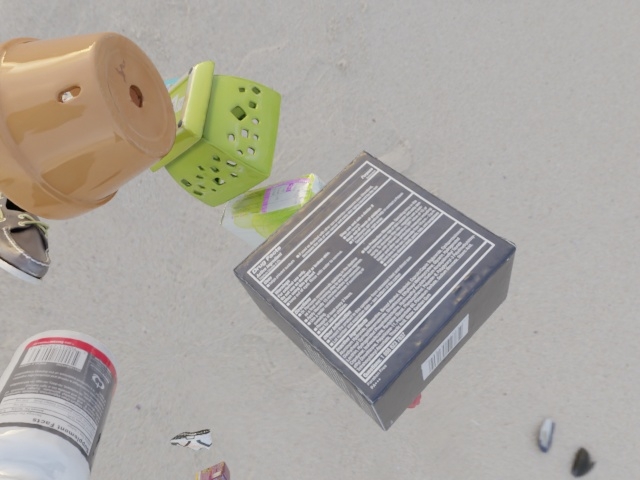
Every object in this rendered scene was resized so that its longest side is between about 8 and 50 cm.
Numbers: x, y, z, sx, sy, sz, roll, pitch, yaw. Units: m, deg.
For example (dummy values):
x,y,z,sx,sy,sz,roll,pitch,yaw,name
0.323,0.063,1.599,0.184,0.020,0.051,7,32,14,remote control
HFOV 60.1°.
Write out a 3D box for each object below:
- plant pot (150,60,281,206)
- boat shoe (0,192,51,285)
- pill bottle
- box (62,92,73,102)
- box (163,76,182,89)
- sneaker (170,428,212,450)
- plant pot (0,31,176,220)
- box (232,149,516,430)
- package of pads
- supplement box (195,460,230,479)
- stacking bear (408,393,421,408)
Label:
x,y,z,sx,sy,sz,roll,pitch,yaw,name
-0.240,-0.233,1.203,0.207,0.227,0.228,24,59,-37,plant pot
-0.578,-0.014,1.055,0.096,0.324,0.116,-52,132,-9,boat shoe
-0.418,0.295,0.817,0.176,0.318,0.176,-3,120,-5,pill bottle
-0.544,-0.297,1.192,0.233,0.044,0.159,34,68,14,box
-0.482,-0.474,1.817,0.244,0.060,0.100,-14,123,-7,box
-0.297,0.464,1.269,0.109,0.040,0.043,-12,95,21,sneaker
-0.369,-0.196,0.877,0.203,0.291,0.290,-14,81,17,plant pot
0.085,0.068,0.855,0.296,0.182,0.294,-43,60,-13,box
-0.067,-0.040,1.312,0.229,0.296,0.101,39,55,-38,package of pads
-0.284,0.630,1.459,0.083,0.055,0.043,-22,107,-2,supplement box
0.229,0.357,1.510,0.164,0.289,0.175,12,73,3,stacking bear
